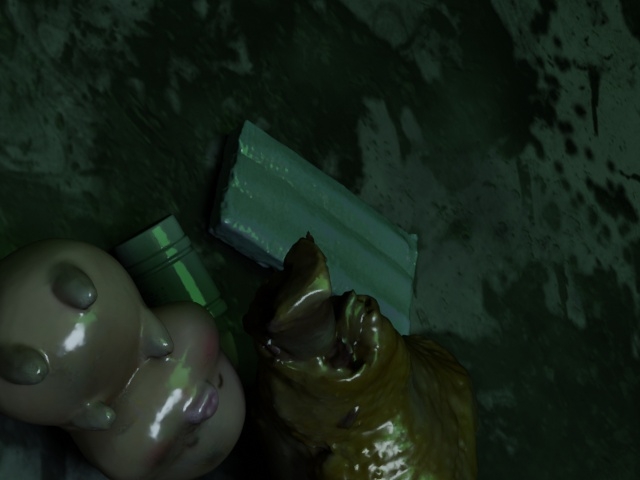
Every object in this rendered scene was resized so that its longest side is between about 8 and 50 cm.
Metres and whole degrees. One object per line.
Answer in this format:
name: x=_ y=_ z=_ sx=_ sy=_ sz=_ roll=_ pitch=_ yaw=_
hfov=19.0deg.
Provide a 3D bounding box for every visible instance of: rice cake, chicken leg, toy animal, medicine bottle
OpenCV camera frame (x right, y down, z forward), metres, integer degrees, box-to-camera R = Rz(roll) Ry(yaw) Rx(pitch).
rice cake: x=0.000 y=0.000 z=1.708 sx=0.237 sy=0.043 sz=0.127 roll=32 pitch=52 yaw=-31
chicken leg: x=0.034 y=0.152 z=1.447 sx=0.409 sy=0.182 sz=0.295 roll=72 pitch=6 yaw=-60
toy animal: x=-0.158 y=0.098 z=1.416 sx=0.166 sy=0.154 sz=0.250 roll=-52 pitch=129 yaw=-5
medicine bottle: x=-0.121 y=0.031 z=1.554 sx=0.058 sy=0.058 sz=0.091 roll=-36 pitch=98 yaw=-48
